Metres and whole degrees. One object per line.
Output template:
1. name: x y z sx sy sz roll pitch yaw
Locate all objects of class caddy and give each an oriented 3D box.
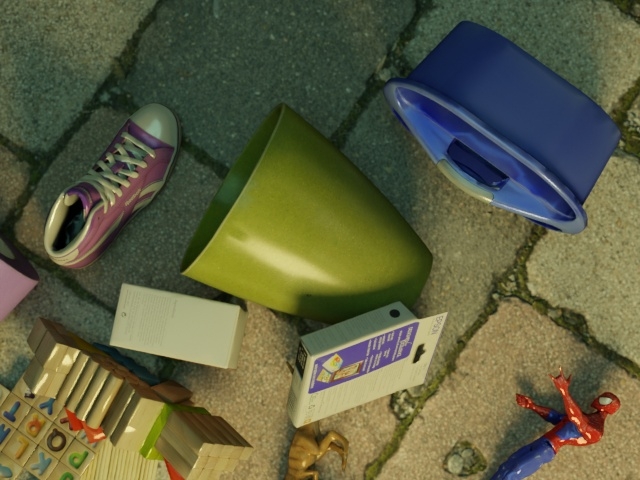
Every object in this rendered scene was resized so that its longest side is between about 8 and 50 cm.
1. caddy: 0.246 -0.142 1.857 0.341 0.241 0.179 37 80 6

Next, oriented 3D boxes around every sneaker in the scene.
1. sneaker: -0.297 -0.083 1.911 0.102 0.161 0.282 30 85 6

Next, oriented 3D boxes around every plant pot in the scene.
1. plant pot: 0.000 0.000 1.858 0.294 0.275 0.274 31 86 -10

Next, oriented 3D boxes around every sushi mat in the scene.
1. sushi mat: -0.330 0.423 1.931 0.152 0.019 0.316 10 85 2

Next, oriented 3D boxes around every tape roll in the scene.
1. tape roll: -0.522 -0.005 1.853 0.275 0.275 0.090 42 88 6

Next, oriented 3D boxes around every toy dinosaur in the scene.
1. toy dinosaur: -0.014 0.287 1.910 0.112 0.064 0.211 10 84 4

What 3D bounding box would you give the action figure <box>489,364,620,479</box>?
1. action figure: 0.287 0.272 1.882 0.280 0.091 0.139 -31 96 -1

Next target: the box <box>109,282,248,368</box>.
1. box: -0.199 0.124 1.900 0.171 0.130 0.091 11 84 4

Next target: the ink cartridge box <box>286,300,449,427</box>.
1. ink cartridge box: 0.062 0.166 1.838 0.208 0.206 0.045 -16 59 -18

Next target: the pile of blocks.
1. pile of blocks: -0.274 0.247 1.899 0.362 0.149 0.112 32 100 15

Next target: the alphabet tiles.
1. alphabet tiles: -0.453 0.291 1.942 0.237 0.009 0.198 34 89 9
